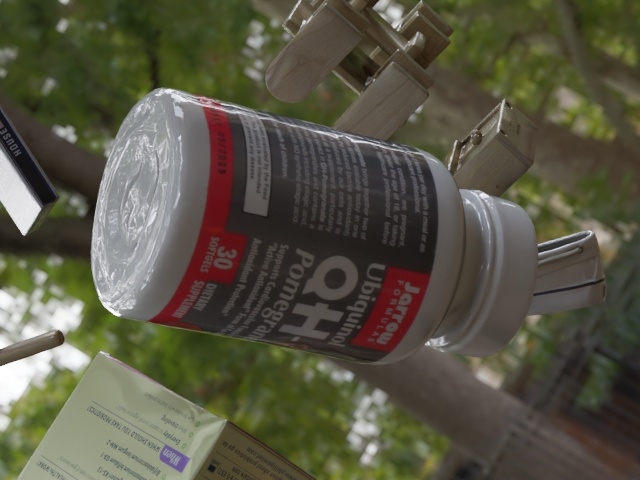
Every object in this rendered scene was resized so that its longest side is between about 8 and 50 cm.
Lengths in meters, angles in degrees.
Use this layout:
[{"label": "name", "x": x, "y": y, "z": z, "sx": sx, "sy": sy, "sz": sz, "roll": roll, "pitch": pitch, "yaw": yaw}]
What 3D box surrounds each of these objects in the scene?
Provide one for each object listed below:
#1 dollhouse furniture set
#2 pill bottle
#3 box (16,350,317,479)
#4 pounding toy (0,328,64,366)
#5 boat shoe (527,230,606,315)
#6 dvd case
[{"label": "dollhouse furniture set", "x": 0.051, "y": -0.110, "z": 1.661, "sx": 0.161, "sy": 0.242, "sz": 0.212, "roll": -45, "pitch": 9, "yaw": 23}, {"label": "pill bottle", "x": 0.000, "y": 0.000, "z": 1.421, "sx": 0.176, "sy": 0.319, "sz": 0.176, "roll": -39, "pitch": 45, "yaw": 54}, {"label": "box", "x": -0.150, "y": 0.239, "z": 1.443, "sx": 0.117, "sy": 0.213, "sz": 0.243, "roll": 39, "pitch": -102, "yaw": -34}, {"label": "pounding toy", "x": -0.256, "y": 0.072, "z": 1.156, "sx": 0.141, "sy": 0.100, "sz": 0.130, "roll": 0, "pitch": -46, "yaw": -33}, {"label": "boat shoe", "x": 0.170, "y": 0.040, "z": 1.966, "sx": 0.096, "sy": 0.268, "sz": 0.088, "roll": -90, "pitch": -7, "yaw": -81}, {"label": "dvd case", "x": -0.388, "y": -0.125, "z": 2.146, "sx": 0.030, "sy": 0.238, "sz": 0.179, "roll": -32, "pitch": -1, "yaw": -18}]
